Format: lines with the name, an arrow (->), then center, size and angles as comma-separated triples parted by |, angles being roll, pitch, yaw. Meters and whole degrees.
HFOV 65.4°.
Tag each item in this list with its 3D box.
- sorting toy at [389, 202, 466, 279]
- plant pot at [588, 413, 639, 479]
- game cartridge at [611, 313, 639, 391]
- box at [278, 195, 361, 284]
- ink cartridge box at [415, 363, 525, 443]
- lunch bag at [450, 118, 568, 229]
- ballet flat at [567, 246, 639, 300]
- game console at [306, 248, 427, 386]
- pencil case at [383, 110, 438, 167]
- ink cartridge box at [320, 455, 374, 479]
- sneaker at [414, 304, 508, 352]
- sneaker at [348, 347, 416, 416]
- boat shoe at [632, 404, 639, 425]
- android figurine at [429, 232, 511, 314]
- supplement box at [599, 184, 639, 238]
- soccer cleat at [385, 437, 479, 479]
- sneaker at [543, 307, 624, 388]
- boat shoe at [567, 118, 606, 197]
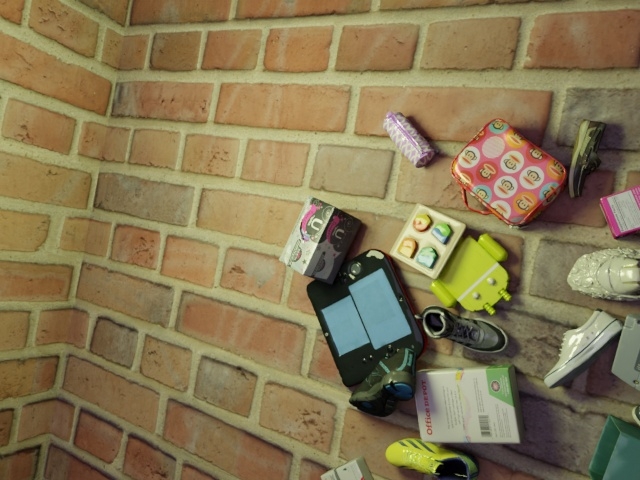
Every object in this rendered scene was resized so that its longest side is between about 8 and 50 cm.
sorting toy -> 0.329, -0.003, 1.567 | 0.208, 0.038, 0.193 | 32, 95, 43
plant pot -> 0.818, 0.572, 1.222 | 0.234, 0.166, 0.165 | 20, 94, 21
game cartridge -> 0.884, 0.316, 1.207 | 0.297, 0.062, 0.198 | 21, 125, 40
box -> 0.000, 0.000, 1.686 | 0.142, 0.163, 0.247 | 26, 92, 43
ink cartridge box -> 0.430, 0.475, 1.458 | 0.278, 0.117, 0.201 | -11, 79, 27
lunch bag -> 0.536, -0.182, 1.466 | 0.258, 0.120, 0.293 | -48, 66, 17
ballet flat -> 0.851, 0.088, 1.263 | 0.409, 0.147, 0.147 | 2, 86, 29
game console -> 0.146, 0.255, 1.668 | 0.342, 0.060, 0.386 | -30, 71, 22
pencil case -> 0.289, -0.329, 1.633 | 0.086, 0.088, 0.206 | -43, 66, 16
ink cartridge box -> 0.091, 0.794, 1.639 | 0.150, 0.063, 0.109 | -34, 70, 21
sneaker -> 0.408, 0.266, 1.471 | 0.268, 0.153, 0.101 | 17, 93, 29
sneaker -> 0.203, 0.449, 1.552 | 0.125, 0.139, 0.341 | 29, 141, -9
boat shoe -> 0.900, 0.471, 1.205 | 0.254, 0.095, 0.079 | 32, 140, 26
android figurine -> 0.456, 0.102, 1.519 | 0.248, 0.056, 0.273 | -46, 65, 17
supplement box -> 0.858, -0.092, 1.288 | 0.220, 0.111, 0.114 | -20, 76, 26
soccer cleat -> 0.325, 0.660, 1.494 | 0.289, 0.121, 0.093 | -1, 85, 29
sneaker -> 0.699, 0.295, 1.359 | 0.258, 0.094, 0.091 | -48, 48, 11
boat shoe -> 0.741, -0.227, 1.384 | 0.073, 0.080, 0.223 | 10, 85, 34
